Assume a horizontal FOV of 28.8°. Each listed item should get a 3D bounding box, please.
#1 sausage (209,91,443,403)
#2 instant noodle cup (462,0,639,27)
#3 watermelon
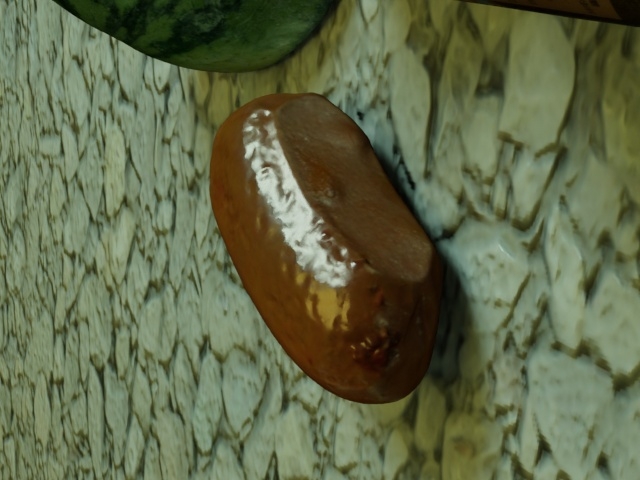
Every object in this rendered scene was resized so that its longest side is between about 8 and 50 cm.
[{"bbox_3d":[-0.001,0.002,0.890,0.258,0.133,0.133,61,139,30],"label":"sausage"},{"bbox_3d":[0.089,-0.204,0.588,0.207,0.217,0.217,8,102,26],"label":"instant noodle cup"},{"bbox_3d":[-0.122,-0.263,0.998,0.213,0.261,0.201,-40,33,54],"label":"watermelon"}]
